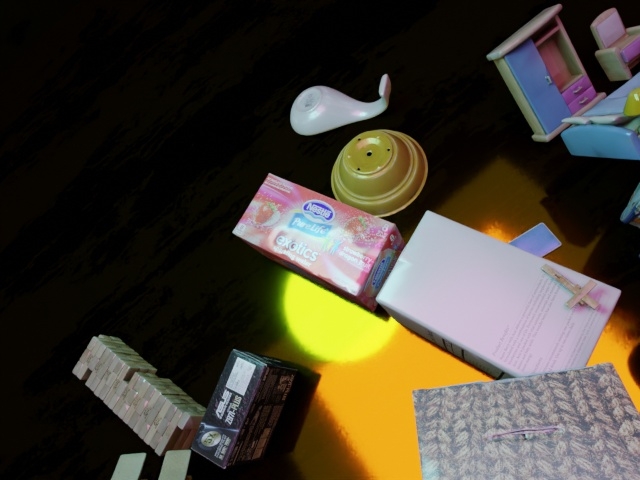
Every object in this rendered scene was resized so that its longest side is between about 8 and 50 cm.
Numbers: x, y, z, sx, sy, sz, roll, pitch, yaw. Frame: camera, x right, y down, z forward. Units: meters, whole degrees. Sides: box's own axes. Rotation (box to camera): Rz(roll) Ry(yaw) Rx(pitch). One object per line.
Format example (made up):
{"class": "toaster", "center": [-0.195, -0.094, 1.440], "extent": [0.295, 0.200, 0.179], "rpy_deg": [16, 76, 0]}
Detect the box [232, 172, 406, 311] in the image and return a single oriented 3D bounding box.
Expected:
{"class": "box", "center": [0.000, 0.000, 0.861], "extent": [0.300, 0.142, 0.154], "rpy_deg": [26, 80, 27]}

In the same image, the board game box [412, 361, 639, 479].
{"class": "board game box", "center": [0.267, 0.312, 0.543], "extent": [0.232, 0.291, 0.141], "rpy_deg": [-14, 37, 15]}

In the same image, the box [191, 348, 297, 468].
{"class": "box", "center": [-0.133, 0.305, 0.791], "extent": [0.077, 0.147, 0.180], "rpy_deg": [16, 77, 25]}

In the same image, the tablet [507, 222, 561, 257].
{"class": "tablet", "center": [0.389, 0.009, 0.789], "extent": [0.083, 0.006, 0.054], "rpy_deg": [-33, 63, 7]}

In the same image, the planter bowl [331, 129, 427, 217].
{"class": "planter bowl", "center": [0.112, -0.164, 0.912], "extent": [0.217, 0.090, 0.217], "rpy_deg": [-7, 68, 19]}

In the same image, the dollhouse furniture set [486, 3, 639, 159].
{"class": "dollhouse furniture set", "center": [0.480, -0.301, 0.680], "extent": [0.286, 0.198, 0.303], "rpy_deg": [-38, 18, 3]}

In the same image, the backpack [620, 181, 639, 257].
{"class": "backpack", "center": [0.569, -0.053, 0.603], "extent": [0.276, 0.263, 0.213], "rpy_deg": [-45, 56, -3]}

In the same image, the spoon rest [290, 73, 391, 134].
{"class": "spoon rest", "center": [0.044, -0.317, 1.014], "extent": [0.276, 0.084, 0.137], "rpy_deg": [1, 69, 35]}

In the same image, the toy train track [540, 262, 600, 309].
{"class": "toy train track", "center": [0.340, 0.063, 0.586], "extent": [0.048, 0.014, 0.083], "rpy_deg": [-45, 56, 5]}

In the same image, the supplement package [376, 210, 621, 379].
{"class": "supplement package", "center": [0.271, 0.109, 0.698], "extent": [0.293, 0.175, 0.177], "rpy_deg": [28, 81, 26]}

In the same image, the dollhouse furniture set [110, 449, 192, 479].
{"class": "dollhouse furniture set", "center": [-0.219, 0.497, 0.695], "extent": [0.259, 0.135, 0.262], "rpy_deg": [0, 106, -7]}

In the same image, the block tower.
{"class": "block tower", "center": [-0.387, 0.322, 0.913], "extent": [0.335, 0.091, 0.097], "rpy_deg": [24, 81, 27]}
